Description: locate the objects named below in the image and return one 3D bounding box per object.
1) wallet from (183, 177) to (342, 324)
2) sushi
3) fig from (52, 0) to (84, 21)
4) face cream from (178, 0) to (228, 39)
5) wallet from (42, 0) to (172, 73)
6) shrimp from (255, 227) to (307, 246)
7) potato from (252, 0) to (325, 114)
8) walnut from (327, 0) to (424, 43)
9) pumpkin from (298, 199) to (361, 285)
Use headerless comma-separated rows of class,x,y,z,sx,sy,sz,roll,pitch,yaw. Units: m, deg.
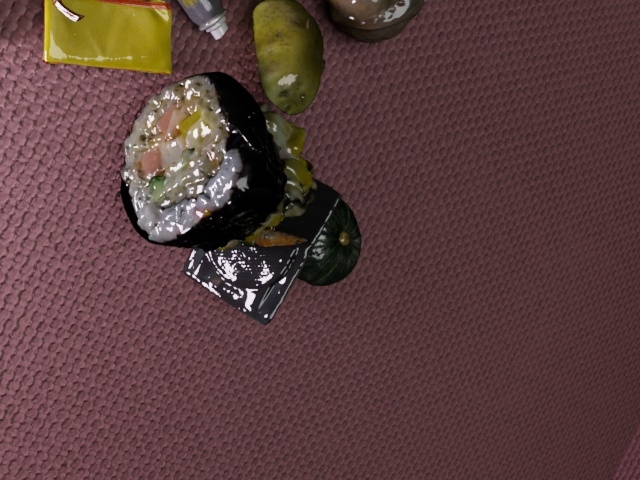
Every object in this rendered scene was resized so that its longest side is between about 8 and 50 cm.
wallet,-0.134,-0.016,1.457,0.247,0.041,0.323,29,88,13
sushi,-0.188,-0.125,1.329,0.328,0.328,0.285,-40,149,20
fig,-0.464,-0.474,1.177,0.133,0.146,0.201,-6,99,-11
face cream,-0.271,-0.518,1.316,0.073,0.073,0.284,-43,118,-13
wallet,-0.399,-0.392,1.291,0.241,0.067,0.141,-2,99,-32
shrimp,-0.084,-0.026,1.416,0.025,0.127,0.091,50,54,-72
potato,-0.047,-0.382,1.370,0.160,0.111,0.272,35,41,-49
walnut,0.116,-0.527,1.454,0.224,0.224,0.224,-7,106,-26
pumpkin,0.000,-0.001,1.545,0.211,0.152,0.212,-9,102,-52
